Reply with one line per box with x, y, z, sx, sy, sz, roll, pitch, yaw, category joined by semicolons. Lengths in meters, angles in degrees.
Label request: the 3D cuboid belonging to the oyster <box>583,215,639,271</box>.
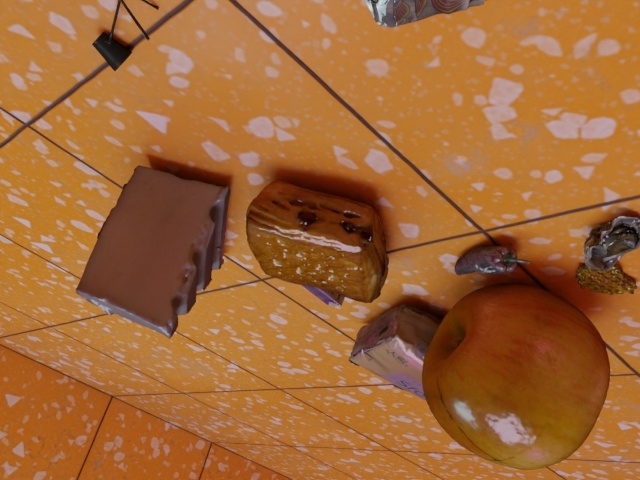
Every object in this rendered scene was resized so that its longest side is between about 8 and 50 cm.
0.379;-0.001;0.897;0.098;0.037;0.100;13;137;-33;oyster

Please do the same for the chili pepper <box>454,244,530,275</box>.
0.242;0.030;1.012;0.050;0.041;0.153;47;162;-11;chili pepper

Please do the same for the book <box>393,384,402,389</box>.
0.265;0.302;1.509;0.160;0.024;0.228;18;152;-5;book

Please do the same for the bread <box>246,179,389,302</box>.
0.000;0.000;1.040;0.210;0.099;0.235;14;158;11;bread

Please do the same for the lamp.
-0.230;-0.240;0.800;0.054;0.041;0.121;42;148;-23;lamp

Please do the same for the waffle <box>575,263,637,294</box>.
0.403;0.054;0.988;0.078;0.016;0.085;-5;144;35;waffle

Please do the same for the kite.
0.132;-0.242;0.611;0.229;0.016;0.127;3;152;25;kite

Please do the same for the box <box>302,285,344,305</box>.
-0.001;0.066;1.203;0.036;0.051;0.117;-2;148;46;box

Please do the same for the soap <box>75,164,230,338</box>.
-0.254;0.054;1.105;0.158;0.258;0.302;16;153;0;soap

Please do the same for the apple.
0.285;0.201;1.049;0.233;0.286;0.286;29;151;-2;apple

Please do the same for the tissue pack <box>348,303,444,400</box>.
0.208;0.220;1.290;0.256;0.123;0.215;29;153;-7;tissue pack
